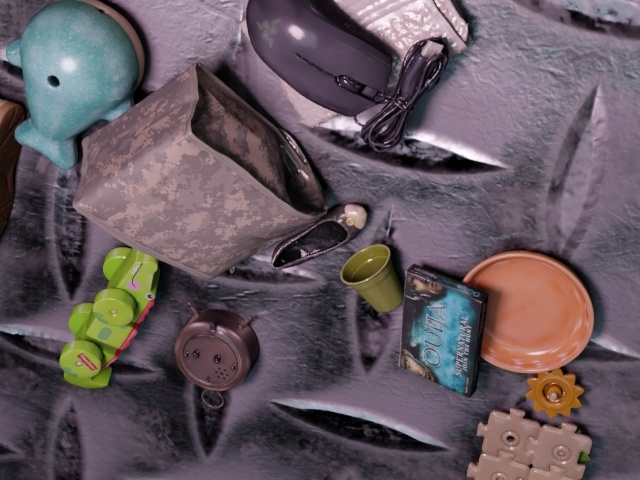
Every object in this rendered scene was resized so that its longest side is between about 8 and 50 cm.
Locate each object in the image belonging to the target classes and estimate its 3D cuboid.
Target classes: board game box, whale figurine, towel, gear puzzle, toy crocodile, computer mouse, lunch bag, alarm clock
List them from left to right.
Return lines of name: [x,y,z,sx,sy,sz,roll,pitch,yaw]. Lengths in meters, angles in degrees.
whale figurine: [-0.367,-0.213,1.788,0.216,0.141,0.272,32,123,-2]
toy crocodile: [-0.325,0.120,1.973,0.105,0.115,0.340,24,126,-18]
lunch bag: [-0.161,-0.077,1.776,0.235,0.169,0.287,-29,131,29]
alarm clock: [-0.168,0.193,1.993,0.129,0.064,0.192,12,123,11]
computer mouse: [0.016,-0.239,1.638,0.272,0.072,0.188,32,124,-1]
towel: [0.047,-0.280,1.675,0.282,0.049,0.187,-26,106,28]
board game box: [0.178,0.134,1.835,0.126,0.026,0.186,22,131,26]
gear puzzle: [0.324,0.330,1.924,0.175,0.044,0.339,14,118,12]

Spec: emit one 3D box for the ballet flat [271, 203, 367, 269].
ballet flat: [0.000,0.000,1.839,0.173,0.049,0.057,-31,105,29]

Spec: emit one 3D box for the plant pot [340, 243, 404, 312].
plant pot: [0.084,0.062,1.837,0.083,0.083,0.079,-19,122,25]

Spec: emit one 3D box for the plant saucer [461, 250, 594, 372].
plant saucer: [0.295,0.100,1.807,0.200,0.037,0.200,8,120,14]

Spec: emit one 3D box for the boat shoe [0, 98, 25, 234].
boat shoe: [-0.540,-0.089,1.934,0.098,0.109,0.302,24,116,10]
